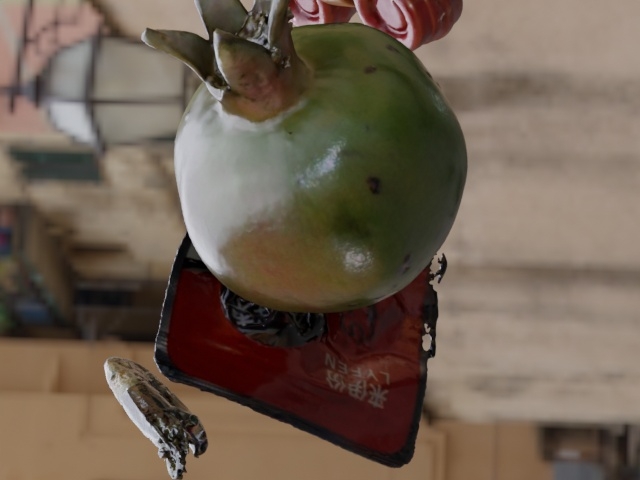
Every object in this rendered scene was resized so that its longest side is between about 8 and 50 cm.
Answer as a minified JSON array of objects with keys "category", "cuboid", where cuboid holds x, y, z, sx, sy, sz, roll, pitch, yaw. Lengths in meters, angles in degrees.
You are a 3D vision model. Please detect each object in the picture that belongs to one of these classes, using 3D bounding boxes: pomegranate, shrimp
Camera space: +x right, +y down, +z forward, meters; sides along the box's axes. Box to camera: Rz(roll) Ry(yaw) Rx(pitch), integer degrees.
[{"category":"pomegranate","cuboid":[-0.015,-0.064,1.152,0.224,0.181,0.181,53,-148,-40]},{"category":"shrimp","cuboid":[-0.118,0.139,1.555,0.034,0.091,0.161,-55,33,11]}]

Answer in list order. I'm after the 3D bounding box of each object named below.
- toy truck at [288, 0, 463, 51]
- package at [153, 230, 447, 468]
[{"category":"toy truck","cuboid":[0.040,-0.293,1.531,0.189,0.265,0.239,-40,-57,-26]},{"category":"package","cuboid":[0.000,0.000,1.290,0.071,0.194,0.269,142,143,-64]}]
